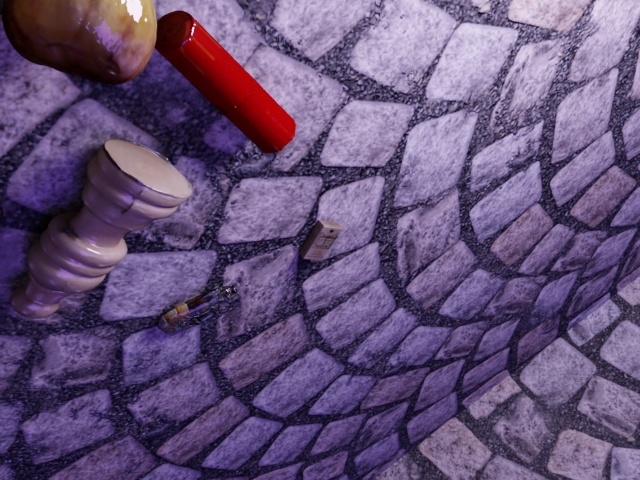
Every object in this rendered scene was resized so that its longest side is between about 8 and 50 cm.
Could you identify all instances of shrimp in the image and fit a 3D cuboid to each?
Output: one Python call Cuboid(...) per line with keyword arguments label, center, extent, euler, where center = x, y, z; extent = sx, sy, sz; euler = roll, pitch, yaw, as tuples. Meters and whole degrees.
Cuboid(label="shrimp", center=(-0.226, 0.128, 1.357), extent=(0.161, 0.034, 0.091), euler=(-27, 156, -5))

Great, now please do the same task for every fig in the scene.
Cuboid(label="fig", center=(-0.242, -0.278, 0.786), extent=(0.160, 0.143, 0.230), euler=(22, 120, -16))

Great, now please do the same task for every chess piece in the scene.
Cuboid(label="chess piece", center=(-0.336, 0.003, 1.058), extent=(0.307, 0.124, 0.139), euler=(-46, 177, 18))

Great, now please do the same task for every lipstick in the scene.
Cuboid(label="lipstick", center=(-0.128, -0.214, 1.023), extent=(0.073, 0.073, 0.280), euler=(-42, 145, 6))

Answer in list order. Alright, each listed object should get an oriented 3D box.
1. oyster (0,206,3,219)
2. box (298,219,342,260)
Cuboid(label="oyster", center=(-0.567, -0.010, 0.852), extent=(0.221, 0.096, 0.361), euler=(-55, 145, 11))
Cuboid(label="box", center=(0.000, 0.000, 1.414), extent=(0.053, 0.024, 0.083), euler=(5, 128, -44))
